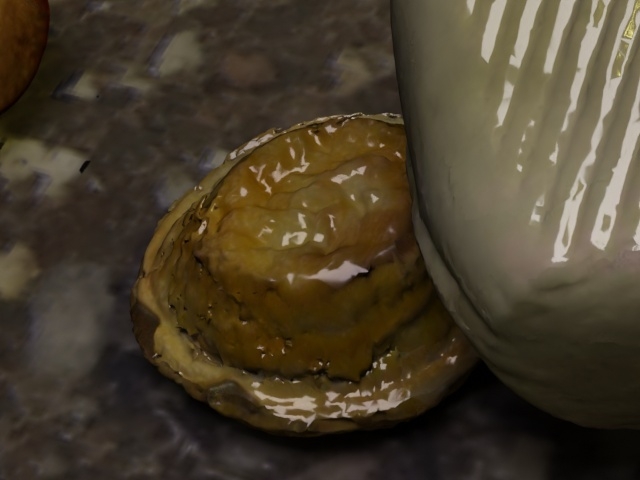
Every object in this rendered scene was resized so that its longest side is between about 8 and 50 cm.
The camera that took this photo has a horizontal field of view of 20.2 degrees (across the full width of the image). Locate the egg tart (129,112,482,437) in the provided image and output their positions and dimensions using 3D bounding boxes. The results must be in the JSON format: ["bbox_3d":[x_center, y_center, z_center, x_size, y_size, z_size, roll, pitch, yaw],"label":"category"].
[{"bbox_3d":[0.000,0.000,0.546,0.129,0.049,0.128,-7,49,8],"label":"egg tart"}]

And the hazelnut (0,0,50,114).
[{"bbox_3d":[-0.134,-0.074,0.623,0.086,0.086,0.086,-6,51,8],"label":"hazelnut"}]

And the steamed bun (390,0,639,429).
[{"bbox_3d":[0.146,-0.037,0.486,0.239,0.152,0.170,-20,56,17],"label":"steamed bun"}]
